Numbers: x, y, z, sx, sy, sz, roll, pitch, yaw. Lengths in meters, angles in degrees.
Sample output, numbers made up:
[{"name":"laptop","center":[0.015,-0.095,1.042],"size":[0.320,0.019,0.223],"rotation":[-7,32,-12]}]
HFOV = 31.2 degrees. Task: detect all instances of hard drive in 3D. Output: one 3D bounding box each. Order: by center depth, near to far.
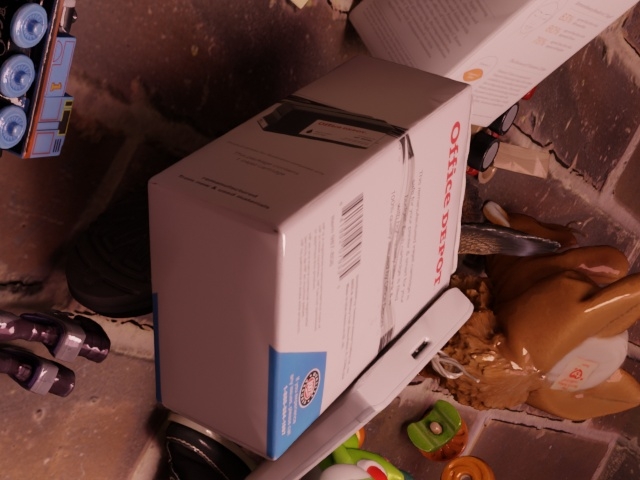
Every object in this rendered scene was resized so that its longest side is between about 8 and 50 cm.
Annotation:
[{"name":"hard drive","center":[0.033,0.213,1.457],"size":[0.233,0.047,0.353],"rotation":[-40,175,-44]}]

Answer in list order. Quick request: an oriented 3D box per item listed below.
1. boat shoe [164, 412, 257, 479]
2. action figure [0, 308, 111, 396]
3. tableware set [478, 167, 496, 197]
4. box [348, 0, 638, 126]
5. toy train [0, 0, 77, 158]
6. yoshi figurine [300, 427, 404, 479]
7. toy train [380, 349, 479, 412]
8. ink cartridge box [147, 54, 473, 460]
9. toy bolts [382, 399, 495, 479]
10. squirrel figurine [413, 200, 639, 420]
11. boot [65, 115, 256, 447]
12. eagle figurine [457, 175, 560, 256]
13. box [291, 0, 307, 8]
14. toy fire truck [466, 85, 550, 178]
[{"name":"boat shoe","center":[-0.159,0.356,1.614],"size":[0.113,0.127,0.340],"rotation":[-59,159,-24]},{"name":"action figure","center":[-0.358,0.101,1.174],"size":[0.185,0.099,0.285],"rotation":[-56,144,7]},{"name":"tableware set","center":[0.242,-0.087,1.903],"size":[0.141,0.020,0.168],"rotation":[-5,119,-52]},{"name":"box","center":[0.245,-0.319,1.449],"size":[0.345,0.168,0.215],"rotation":[-40,157,29]},{"name":"toy train","center":[-0.282,-0.163,1.081],"size":[0.105,0.080,0.184],"rotation":[-15,125,-59]},{"name":"yoshi figurine","center":[-0.010,0.371,1.692],"size":[0.203,0.203,0.362],"rotation":[-46,-175,3]},{"name":"toy train","center":[0.109,0.203,1.747],"size":[0.105,0.248,0.143],"rotation":[14,108,-57]},{"name":"ink cartridge box","center":[0.000,0.000,1.258],"size":[0.395,0.166,0.285],"rotation":[-38,141,-47]},{"name":"toy bolts","center":[0.210,0.448,2.144],"size":[0.228,0.218,0.158],"rotation":[-37,152,-2]},{"name":"squirrel figurine","center":[0.320,0.102,1.910],"size":[0.397,0.370,0.281],"rotation":[-17,131,-4]},{"name":"boot","center":[-0.127,0.107,1.462],"size":[0.367,0.146,0.445],"rotation":[-36,145,-29]},{"name":"eagle figurine","center":[0.170,-0.007,1.701],"size":[0.298,0.226,0.225],"rotation":[-30,177,-14]},{"name":"box","center":[-0.040,-0.395,1.150],"size":[0.213,0.117,0.243],"rotation":[-49,149,4]},{"name":"toy fire truck","center":[0.285,-0.194,1.777],"size":[0.217,0.159,0.246],"rotation":[-63,159,4]}]
